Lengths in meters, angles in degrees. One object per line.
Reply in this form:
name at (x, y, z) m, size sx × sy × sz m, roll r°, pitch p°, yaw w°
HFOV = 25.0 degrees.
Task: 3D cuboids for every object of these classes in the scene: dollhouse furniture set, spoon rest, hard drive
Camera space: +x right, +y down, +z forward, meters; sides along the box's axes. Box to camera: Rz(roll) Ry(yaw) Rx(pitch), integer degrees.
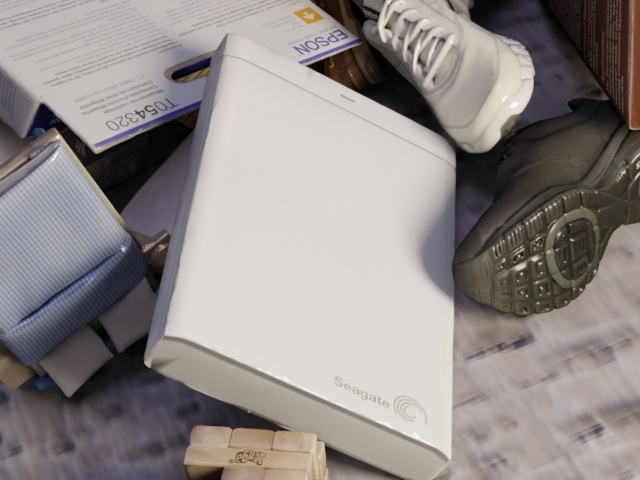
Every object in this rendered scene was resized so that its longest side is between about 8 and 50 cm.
dollhouse furniture set at (-0.225, 0.058, 0.991) m, size 0.303 × 0.286 × 0.198 m, roll -37°, pitch 49°, yaw -9°
spoon rest at (-0.090, -0.051, 1.253) m, size 0.137 × 0.084 × 0.276 m, roll 7°, pitch 44°, yaw 14°
hard drive at (0.000, 0.000, 1.133) m, size 0.233 × 0.047 × 0.353 m, roll 25°, pitch 41°, yaw -17°

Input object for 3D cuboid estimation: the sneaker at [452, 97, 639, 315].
sneaker at (0.190, -0.035, 1.204) m, size 0.130 × 0.109 × 0.286 m, roll 23°, pitch 41°, yaw 36°

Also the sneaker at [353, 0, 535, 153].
sneaker at (0.099, -0.176, 1.310) m, size 0.118 × 0.110 × 0.292 m, roll 24°, pitch 21°, yaw -29°

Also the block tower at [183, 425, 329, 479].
block tower at (-0.067, 0.263, 0.910) m, size 0.097 × 0.091 × 0.335 m, roll 2°, pitch 43°, yaw 9°

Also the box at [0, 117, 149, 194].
box at (-0.300, -0.085, 1.304) m, size 0.231 × 0.056 × 0.183 m, roll -31°, pitch 62°, yaw -24°

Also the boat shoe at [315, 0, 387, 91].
boat shoe at (0.013, -0.213, 1.424) m, size 0.060 × 0.064 × 0.178 m, roll -27°, pitch 49°, yaw 13°

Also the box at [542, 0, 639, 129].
box at (0.292, -0.261, 1.295) m, size 0.143 × 0.191 × 0.381 m, roll -7°, pitch 29°, yaw -3°

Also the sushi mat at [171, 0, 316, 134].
sushi mat at (-0.087, -0.222, 1.458) m, size 0.151 × 0.019 × 0.316 m, roll 27°, pitch 52°, yaw 14°

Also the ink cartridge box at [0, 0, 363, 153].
ink cartridge box at (-0.187, -0.207, 1.335) m, size 0.324 × 0.071 × 0.330 m, roll -27°, pitch 59°, yaw -38°
